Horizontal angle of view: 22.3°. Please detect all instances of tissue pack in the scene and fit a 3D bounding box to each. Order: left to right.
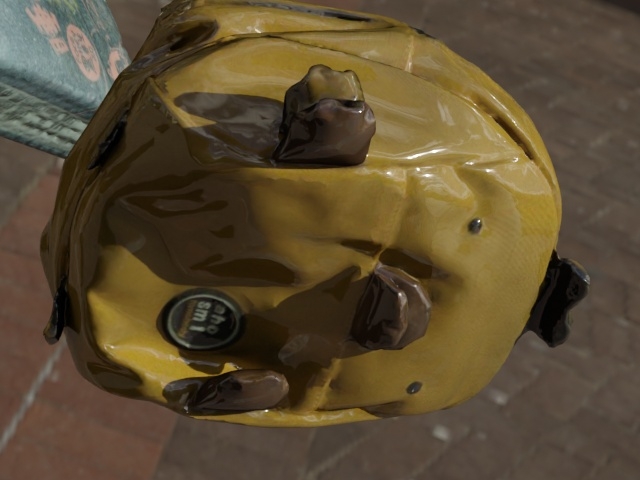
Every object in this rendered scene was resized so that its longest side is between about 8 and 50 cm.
[{"bbox_3d":[-0.277,-0.202,1.412,0.228,0.103,0.316,65,15,16],"label":"tissue pack"}]

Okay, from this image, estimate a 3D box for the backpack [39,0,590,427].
[{"bbox_3d":[-0.001,-0.005,1.147,0.378,0.353,0.201,4,39,-17],"label":"backpack"}]
